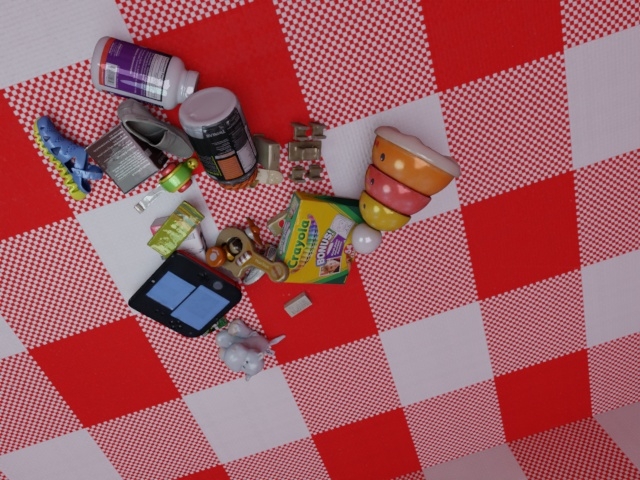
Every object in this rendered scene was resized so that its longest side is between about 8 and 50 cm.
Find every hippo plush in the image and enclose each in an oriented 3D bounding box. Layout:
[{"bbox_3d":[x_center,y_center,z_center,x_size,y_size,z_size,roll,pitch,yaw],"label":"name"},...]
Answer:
[{"bbox_3d":[-0.333,0.521,2.056,0.294,0.236,0.234,26,108,-17],"label":"hippo plush"}]

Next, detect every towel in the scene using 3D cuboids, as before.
[{"bbox_3d":[-0.557,-0.039,1.789,0.102,0.021,0.237,40,103,-18],"label":"towel"}]

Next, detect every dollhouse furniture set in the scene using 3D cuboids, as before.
[{"bbox_3d":[-0.116,-0.344,1.776,0.242,0.161,0.212,-9,117,-27],"label":"dollhouse furniture set"}]

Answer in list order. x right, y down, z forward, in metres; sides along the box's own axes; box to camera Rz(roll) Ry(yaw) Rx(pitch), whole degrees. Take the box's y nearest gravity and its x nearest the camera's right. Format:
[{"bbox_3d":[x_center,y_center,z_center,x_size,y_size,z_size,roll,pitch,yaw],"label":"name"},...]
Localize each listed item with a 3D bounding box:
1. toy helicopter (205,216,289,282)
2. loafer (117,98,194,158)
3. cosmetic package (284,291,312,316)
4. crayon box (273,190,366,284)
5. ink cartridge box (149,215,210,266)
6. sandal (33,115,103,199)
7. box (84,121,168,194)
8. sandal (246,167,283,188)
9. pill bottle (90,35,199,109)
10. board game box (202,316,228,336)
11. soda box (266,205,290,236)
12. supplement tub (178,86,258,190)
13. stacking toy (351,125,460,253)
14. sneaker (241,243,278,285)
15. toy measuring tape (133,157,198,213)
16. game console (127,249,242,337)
[{"bbox_3d":[-0.265,0.051,1.845,0.355,0.140,0.234,26,92,23],"label":"toy helicopter"},{"bbox_3d":[-0.572,-0.368,1.639,0.112,0.111,0.319,-32,146,20],"label":"loafer"},{"bbox_3d":[-0.101,0.286,2.086,0.115,0.041,0.060,-32,114,8],"label":"cosmetic package"},{"bbox_3d":[0.000,0.000,1.887,0.313,0.106,0.362,4,115,-29],"label":"crayon box"},{"bbox_3d":[-0.558,0.018,1.880,0.172,0.100,0.237,-13,114,-1],"label":"ink cartridge box"},{"bbox_3d":[-0.906,-0.309,1.691,0.138,0.126,0.317,-23,123,0],"label":"sandal"},{"bbox_3d":[-0.692,-0.311,1.680,0.167,0.168,0.203,-33,114,8],"label":"box"},{"bbox_3d":[-0.266,-0.242,1.810,0.240,0.079,0.088,-1,114,-6],"label":"sandal"},{"bbox_3d":[-0.586,-0.556,1.577,0.323,0.181,0.181,13,112,-13],"label":"pill bottle"},{"bbox_3d":[-0.531,0.299,2.049,0.136,0.030,0.259,-28,114,4],"label":"board game box"},{"bbox_3d":[-0.131,-0.094,1.901,0.181,0.061,0.058,-32,114,8],"label":"soda box"},{"bbox_3d":[-0.340,-0.343,1.631,0.207,0.207,0.338,-14,145,0],"label":"supplement tub"},{"bbox_3d":[0.262,-0.153,1.743,0.351,0.350,0.479,24,104,-16],"label":"stacking toy"},{"bbox_3d":[-0.258,0.102,1.974,0.093,0.088,0.225,44,103,-1],"label":"sneaker"},{"bbox_3d":[-0.594,-0.200,1.772,0.330,0.121,0.121,-37,113,10],"label":"toy measuring tape"},{"bbox_3d":[-0.550,0.236,1.914,0.342,0.060,0.386,34,118,-28],"label":"game console"}]
